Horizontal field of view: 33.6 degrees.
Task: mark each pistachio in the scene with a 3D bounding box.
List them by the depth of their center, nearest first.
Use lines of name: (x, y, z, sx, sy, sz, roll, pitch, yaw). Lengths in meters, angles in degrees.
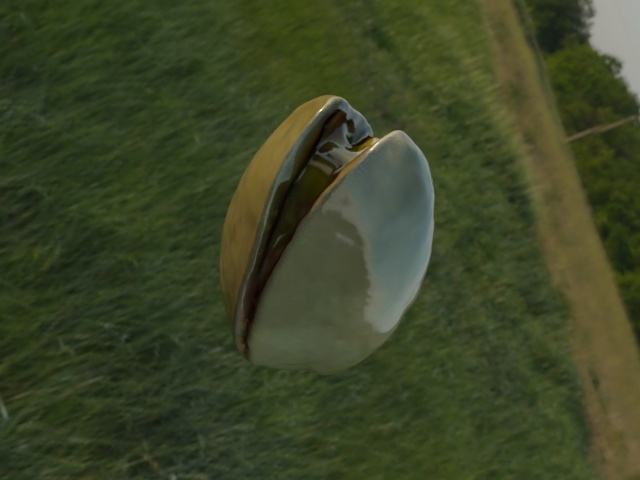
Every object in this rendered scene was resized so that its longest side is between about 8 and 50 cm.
pistachio: (0.000, 0.000, 0.977, 0.193, 0.214, 0.318, 34, -35, 18)
